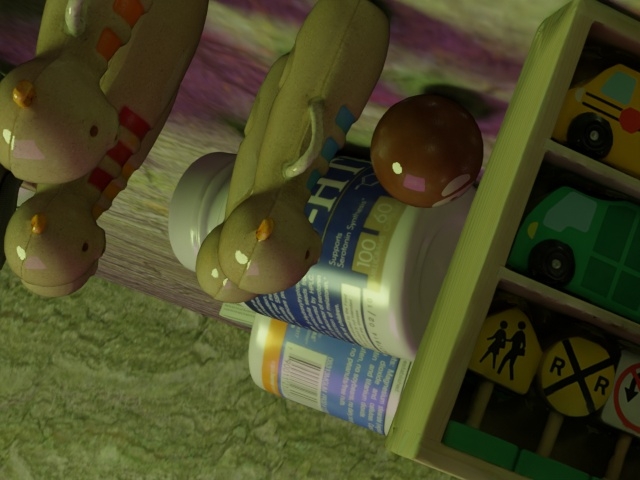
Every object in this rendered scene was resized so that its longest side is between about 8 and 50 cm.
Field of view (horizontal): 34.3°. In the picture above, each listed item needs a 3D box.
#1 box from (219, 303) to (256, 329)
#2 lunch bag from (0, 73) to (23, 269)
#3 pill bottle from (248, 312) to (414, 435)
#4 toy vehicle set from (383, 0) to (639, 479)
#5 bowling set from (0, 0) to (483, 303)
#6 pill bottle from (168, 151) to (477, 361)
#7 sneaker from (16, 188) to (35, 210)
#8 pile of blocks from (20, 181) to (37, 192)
[{"bbox_3d":[-0.033,0.065,1.131,0.102,0.087,0.101,9,164,47],"label":"box"},{"bbox_3d":[-0.330,-0.050,0.539,0.235,0.169,0.287,-36,121,28],"label":"lunch bag"},{"bbox_3d":[0.093,0.091,0.833,0.272,0.152,0.152,18,170,14],"label":"pill bottle"},{"bbox_3d":[0.173,0.044,0.373,0.266,0.166,0.035,22,171,-10],"label":"toy vehicle set"},{"bbox_3d":[-0.032,-0.027,0.451,0.199,0.154,0.287,22,170,-5],"label":"bowling set"},{"bbox_3d":[0.000,0.000,0.650,0.186,0.112,0.112,14,168,33],"label":"pill bottle"},{"bbox_3d":[-0.322,-0.103,0.868,0.271,0.100,0.108,22,146,12],"label":"sneaker"},{"bbox_3d":[-0.351,-0.091,0.682,0.362,0.113,0.149,25,169,-24],"label":"pile of blocks"}]
